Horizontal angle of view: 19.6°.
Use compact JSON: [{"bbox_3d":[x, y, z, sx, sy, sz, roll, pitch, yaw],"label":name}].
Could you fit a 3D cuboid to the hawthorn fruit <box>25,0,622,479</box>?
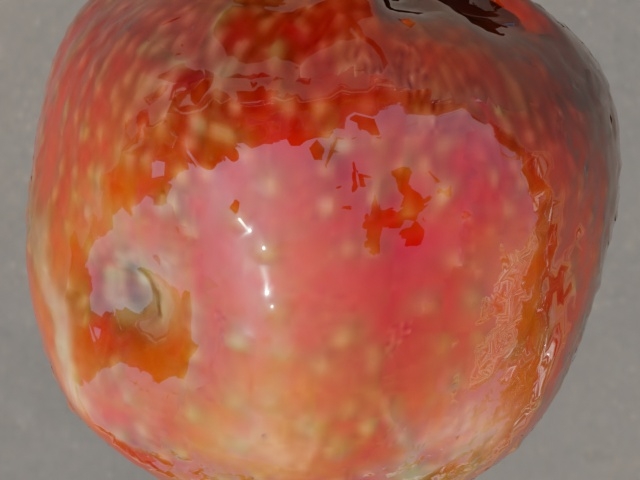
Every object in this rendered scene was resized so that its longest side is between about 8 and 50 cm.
[{"bbox_3d":[0.000,0.000,0.837,0.275,0.300,0.275,5,176,0],"label":"hawthorn fruit"}]
